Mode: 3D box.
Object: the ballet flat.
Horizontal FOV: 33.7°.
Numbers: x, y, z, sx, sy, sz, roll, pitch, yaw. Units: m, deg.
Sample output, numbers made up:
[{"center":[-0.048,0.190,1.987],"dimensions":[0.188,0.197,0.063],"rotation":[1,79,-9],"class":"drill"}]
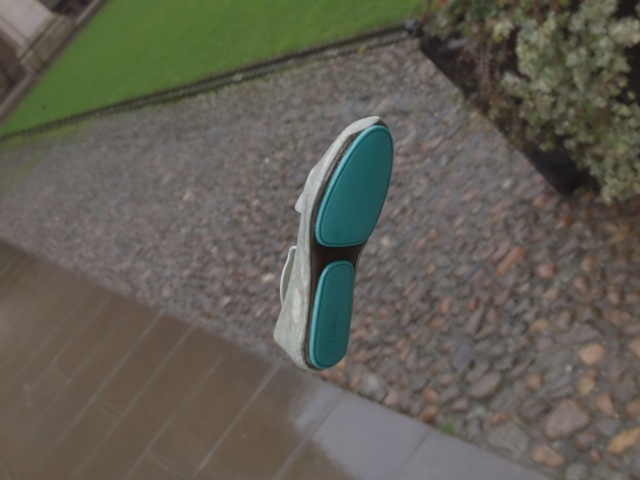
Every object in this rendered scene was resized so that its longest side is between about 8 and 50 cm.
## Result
[{"center":[0.000,0.000,0.655],"dimensions":[0.052,0.057,0.168],"rotation":[28,110,45],"class":"ballet flat"}]
